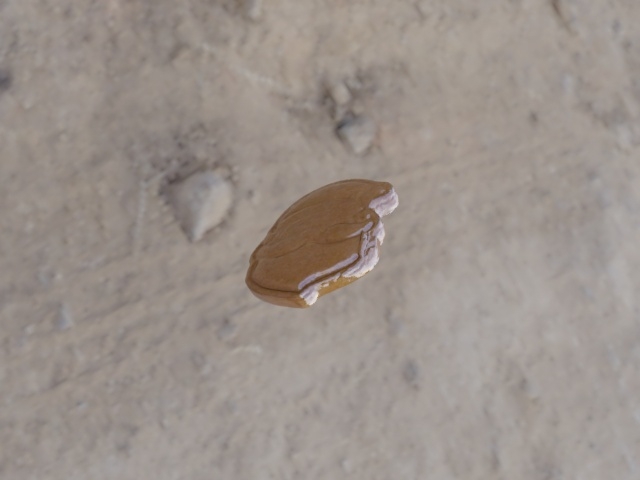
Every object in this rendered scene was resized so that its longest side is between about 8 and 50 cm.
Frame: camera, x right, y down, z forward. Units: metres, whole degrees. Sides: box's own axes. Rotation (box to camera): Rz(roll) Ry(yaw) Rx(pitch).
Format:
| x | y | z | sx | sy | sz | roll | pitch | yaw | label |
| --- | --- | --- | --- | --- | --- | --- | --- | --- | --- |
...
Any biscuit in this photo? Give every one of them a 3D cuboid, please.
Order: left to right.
| x | y | z | sx | sy | sz | roll | pitch | yaw | label |
| --- | --- | --- | --- | --- | --- | --- | --- | --- | --- |
| 0.000 | 0.000 | 1.070 | 0.019 | 0.102 | 0.130 | 62 | 37 | -30 | biscuit |
